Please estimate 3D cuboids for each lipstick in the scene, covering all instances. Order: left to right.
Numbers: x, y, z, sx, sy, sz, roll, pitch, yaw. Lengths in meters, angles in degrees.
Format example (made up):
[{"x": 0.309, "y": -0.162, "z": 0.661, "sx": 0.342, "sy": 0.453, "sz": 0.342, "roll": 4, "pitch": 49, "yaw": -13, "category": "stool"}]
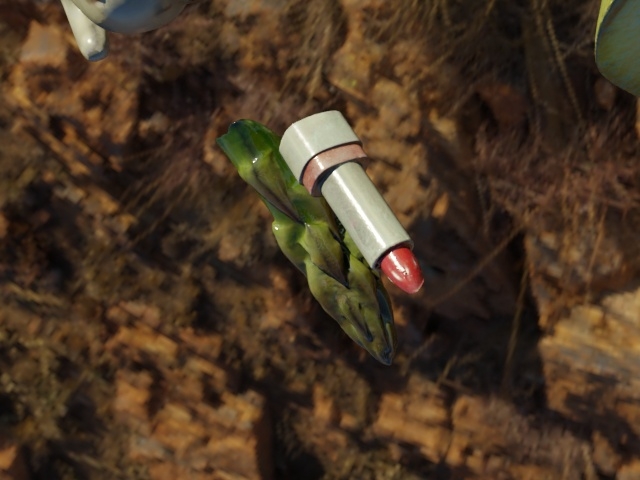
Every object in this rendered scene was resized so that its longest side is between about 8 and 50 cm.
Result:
[{"x": 0.035, "y": -0.024, "z": 1.172, "sx": 0.186, "sy": 0.063, "sz": 0.057, "roll": 58, "pitch": 150, "yaw": 25, "category": "lipstick"}]

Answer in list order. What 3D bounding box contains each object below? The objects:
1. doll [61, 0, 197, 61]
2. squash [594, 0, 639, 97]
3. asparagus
[{"x": -0.109, "y": -0.332, "z": 1.235, "sx": 0.370, "sy": 0.226, "sz": 0.215, "roll": -30, "pitch": 84, "yaw": 3, "category": "doll"}, {"x": 0.261, "y": -0.141, "z": 0.713, "sx": 0.220, "sy": 0.133, "sz": 0.220, "roll": 9, "pitch": 145, "yaw": 7, "category": "squash"}, {"x": 0.000, "y": 0.000, "z": 1.316, "sx": 0.080, "sy": 0.080, "sz": 0.287, "roll": -23, "pitch": 103, "yaw": 39, "category": "asparagus"}]
